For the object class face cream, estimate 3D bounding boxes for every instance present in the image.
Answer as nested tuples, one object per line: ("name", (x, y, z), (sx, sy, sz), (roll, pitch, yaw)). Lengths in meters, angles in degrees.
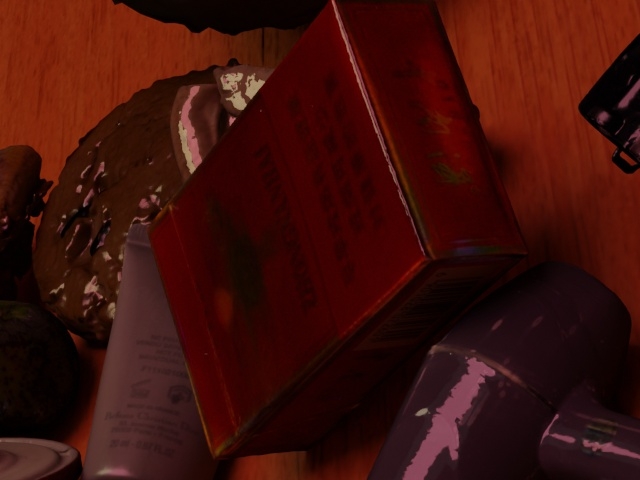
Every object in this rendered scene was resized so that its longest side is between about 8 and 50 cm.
("face cream", (-0.118, 0.123, 1.519), (0.143, 0.089, 0.314), (9, 59, 8))

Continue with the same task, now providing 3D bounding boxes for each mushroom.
("mushroom", (-0.006, -0.051, 1.531), (0.286, 0.156, 0.151), (5, 80, 41))

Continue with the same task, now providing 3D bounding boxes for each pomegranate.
("pomegranate", (-0.283, 0.124, 1.686), (0.138, 0.125, 0.163), (26, 79, 43))

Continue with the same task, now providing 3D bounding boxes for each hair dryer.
("hair dryer", (0.167, 0.169, 1.140), (0.361, 0.121, 0.301), (16, 60, 45))

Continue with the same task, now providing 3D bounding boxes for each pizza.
("pizza", (-0.325, 0.054, 1.815), (0.161, 0.086, 0.305), (139, 153, -83))

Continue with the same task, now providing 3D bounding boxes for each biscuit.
("biscuit", (-0.144, -0.040, 1.729), (0.296, 0.075, 0.296), (-30, 40, 29))

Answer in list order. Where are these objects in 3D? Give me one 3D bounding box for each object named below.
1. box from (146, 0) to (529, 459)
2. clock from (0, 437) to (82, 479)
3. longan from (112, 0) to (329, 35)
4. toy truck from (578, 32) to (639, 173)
("box", (0.000, -0.001, 1.356), (0.313, 0.089, 0.197), (-46, 56, 48))
("clock", (-0.339, 0.187, 1.496), (0.318, 0.318, 0.080), (-1, 99, 49))
("longan", (-0.083, -0.357, 1.703), (0.391, 0.391, 0.391), (-30, 39, 27))
("toy truck", (0.267, -0.037, 1.211), (0.088, 0.121, 0.259), (-48, 34, 4))
